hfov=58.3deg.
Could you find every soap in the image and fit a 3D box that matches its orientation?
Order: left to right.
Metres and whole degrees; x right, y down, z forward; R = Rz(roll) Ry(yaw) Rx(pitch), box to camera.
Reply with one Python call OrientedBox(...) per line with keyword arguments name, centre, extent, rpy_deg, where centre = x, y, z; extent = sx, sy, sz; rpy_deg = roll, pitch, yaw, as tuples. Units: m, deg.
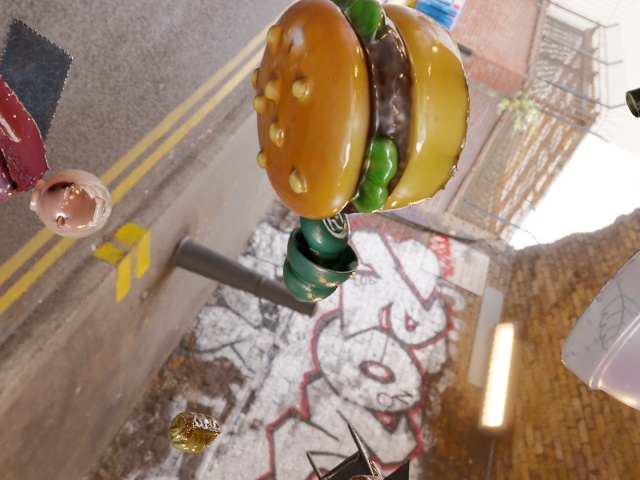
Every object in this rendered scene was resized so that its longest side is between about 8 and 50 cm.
OrientedBox(name="soap", centre=(-0.650, -0.217, 1.094), extent=(0.182, 0.289, 0.112), rpy_deg=(-17, -161, 34))

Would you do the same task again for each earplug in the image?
OrientedBox(name="earplug", centre=(-0.007, -0.004, 1.257), extent=(0.280, 0.164, 0.257), rpy_deg=(-65, -148, 20))

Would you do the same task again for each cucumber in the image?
OrientedBox(name="cucumber", centre=(0.537, -0.230, 0.895), extent=(0.105, 0.048, 0.048), rpy_deg=(-19, -158, 27))

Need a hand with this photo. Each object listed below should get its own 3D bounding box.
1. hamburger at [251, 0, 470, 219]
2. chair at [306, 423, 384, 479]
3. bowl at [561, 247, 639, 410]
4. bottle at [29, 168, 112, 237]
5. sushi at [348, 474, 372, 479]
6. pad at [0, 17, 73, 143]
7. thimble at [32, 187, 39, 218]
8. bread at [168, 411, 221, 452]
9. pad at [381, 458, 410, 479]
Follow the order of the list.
OrientedBox(name="hamburger", centre=(0.043, -0.222, 0.989), extent=(0.395, 0.277, 0.396), rpy_deg=(25, -62, 61))
OrientedBox(name="chair", centre=(0.093, 0.668, 1.576), extent=(0.166, 0.188, 0.272), rpy_deg=(-33, -163, -10))
OrientedBox(name="bowl", centre=(0.433, 0.091, 0.649), extent=(0.287, 0.144, 0.287), rpy_deg=(-25, 141, -22))
OrientedBox(name="bottle", centre=(-0.506, -0.074, 1.165), extent=(0.148, 0.147, 0.236), rpy_deg=(-64, -163, -4))
OrientedBox(name="sushi", centre=(0.063, 0.457, 1.001), extent=(0.118, 0.061, 0.060), rpy_deg=(-31, 117, -38))
OrientedBox(name="pad", centre=(-0.732, -0.386, 1.447), extent=(0.269, 0.012, 0.269), rpy_deg=(9, 99, -84))
OrientedBox(name="thimble", centre=(-0.851, -0.126, 1.801), extent=(0.090, 0.102, 0.115), rpy_deg=(-13, 114, -35))
OrientedBox(name="bread", centre=(-0.219, 0.331, 0.989), extent=(0.110, 0.060, 0.066), rpy_deg=(48, 40, -62))
OrientedBox(name="pad", centre=(0.113, 0.681, 1.246), extent=(0.248, 0.007, 0.367), rpy_deg=(-51, -170, 29))
